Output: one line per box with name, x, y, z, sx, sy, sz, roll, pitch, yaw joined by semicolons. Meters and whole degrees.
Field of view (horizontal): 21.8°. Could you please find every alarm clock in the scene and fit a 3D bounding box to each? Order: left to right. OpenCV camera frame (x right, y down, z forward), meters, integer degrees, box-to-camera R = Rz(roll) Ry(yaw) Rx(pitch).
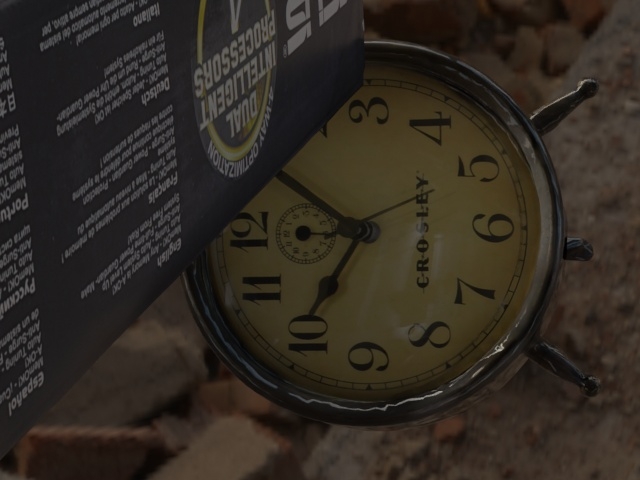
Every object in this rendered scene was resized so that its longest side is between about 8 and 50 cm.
alarm clock;0.000;0.000;0.576;0.192;0.064;0.129;1;81;7

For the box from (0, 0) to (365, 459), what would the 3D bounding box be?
box;-0.190;-0.033;0.394;0.318;0.097;0.395;2;22;16
